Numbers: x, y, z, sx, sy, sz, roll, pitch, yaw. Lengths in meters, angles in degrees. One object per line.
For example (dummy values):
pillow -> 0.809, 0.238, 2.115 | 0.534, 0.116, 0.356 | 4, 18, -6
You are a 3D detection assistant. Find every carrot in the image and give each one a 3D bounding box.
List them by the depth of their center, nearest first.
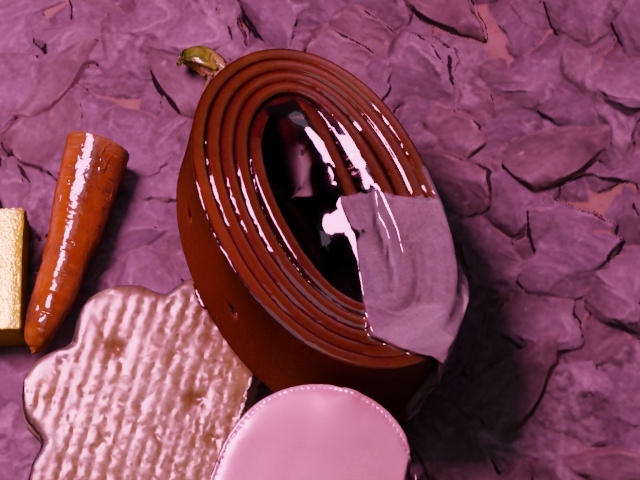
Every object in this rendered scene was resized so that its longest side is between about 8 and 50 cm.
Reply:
carrot -> -0.228, 0.006, 1.778 | 0.061, 0.061, 0.209 | 11, 69, 8

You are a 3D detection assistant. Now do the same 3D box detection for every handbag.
handbag -> 0.000, 0.232, 1.614 | 0.179, 0.116, 0.205 | 11, 69, 7

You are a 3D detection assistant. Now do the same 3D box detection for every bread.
bread -> -0.161, 0.152, 1.722 | 0.207, 0.056, 0.286 | 17, 68, 8

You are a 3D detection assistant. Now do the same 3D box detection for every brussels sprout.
brussels sprout -> -0.099, -0.151, 1.840 | 0.051, 0.046, 0.083 | -25, 69, -13

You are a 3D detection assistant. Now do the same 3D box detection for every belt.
belt -> 0.000, 0.000, 1.717 | 0.217, 0.122, 0.338 | -17, 65, -22

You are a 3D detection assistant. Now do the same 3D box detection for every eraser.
eraser -> -0.314, 0.033, 1.783 | 0.097, 0.045, 0.122 | -3, 68, 2
